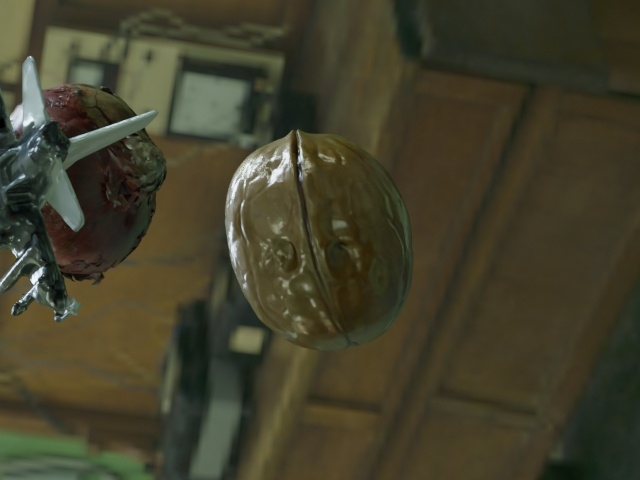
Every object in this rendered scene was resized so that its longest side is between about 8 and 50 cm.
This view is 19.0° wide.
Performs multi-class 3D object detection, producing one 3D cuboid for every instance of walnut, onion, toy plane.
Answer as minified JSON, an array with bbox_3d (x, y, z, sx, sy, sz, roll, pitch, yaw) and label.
[{"bbox_3d":[0.000,0.000,1.736,0.167,0.167,0.207,-163,57,-78],"label":"walnut"},{"bbox_3d":[-0.198,-0.052,1.674,0.184,0.147,0.184,-4,-85,-63],"label":"onion"},{"bbox_3d":[-0.175,-0.020,1.026,0.234,0.082,0.160,-31,74,49],"label":"toy plane"}]
